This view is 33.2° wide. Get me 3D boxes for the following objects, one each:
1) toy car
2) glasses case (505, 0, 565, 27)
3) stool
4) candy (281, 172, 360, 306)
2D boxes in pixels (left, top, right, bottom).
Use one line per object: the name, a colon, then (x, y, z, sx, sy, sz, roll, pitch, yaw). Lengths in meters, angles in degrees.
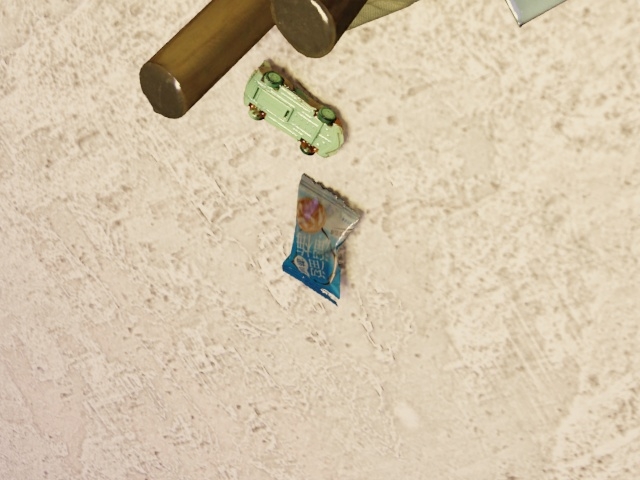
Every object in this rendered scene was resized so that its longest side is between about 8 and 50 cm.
toy car: (-0.026, -0.136, 1.133, 0.122, 0.035, 0.059, 33, 134, 1)
glasses case: (0.147, -0.320, 0.882, 0.105, 0.056, 0.266, -27, 103, 19)
stool: (-0.054, -0.286, 0.857, 0.310, 0.226, 0.310, -13, 113, 53)
candy: (0.001, 0.001, 1.210, 0.088, 0.038, 0.136, 34, 128, 30)
